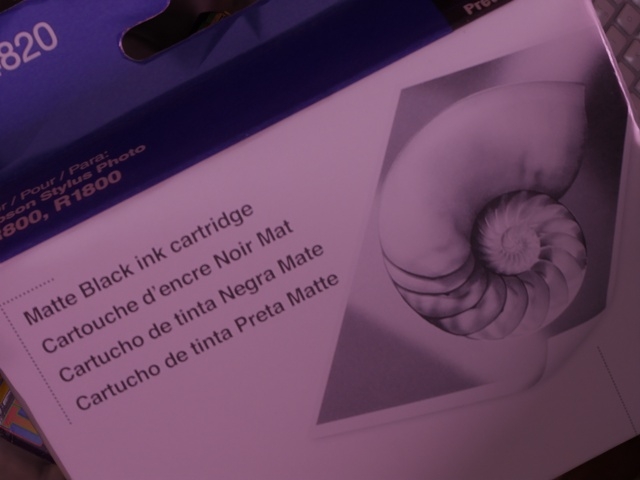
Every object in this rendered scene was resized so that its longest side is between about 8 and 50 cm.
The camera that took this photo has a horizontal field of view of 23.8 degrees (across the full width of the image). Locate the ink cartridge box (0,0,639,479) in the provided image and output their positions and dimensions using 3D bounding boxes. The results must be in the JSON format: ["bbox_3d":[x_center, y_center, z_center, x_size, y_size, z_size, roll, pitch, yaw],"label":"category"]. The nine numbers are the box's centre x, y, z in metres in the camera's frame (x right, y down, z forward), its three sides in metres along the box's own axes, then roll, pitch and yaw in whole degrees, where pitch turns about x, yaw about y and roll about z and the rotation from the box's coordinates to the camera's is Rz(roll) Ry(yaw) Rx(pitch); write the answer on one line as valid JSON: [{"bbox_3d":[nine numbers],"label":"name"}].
[{"bbox_3d":[0.000,0.000,0.498,0.223,0.045,0.224,-28,108,0],"label":"ink cartridge box"}]

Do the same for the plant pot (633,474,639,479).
[{"bbox_3d":[0.245,0.141,0.536,0.305,0.334,0.334,-35,106,6],"label":"plant pot"}]

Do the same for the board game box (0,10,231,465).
[{"bbox_3d":[-0.023,0.023,0.563,0.141,0.048,0.170,30,91,-15],"label":"board game box"}]

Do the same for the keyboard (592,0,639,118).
[{"bbox_3d":[0.128,-0.088,0.571,0.072,0.014,0.256,39,76,-14],"label":"keyboard"}]
